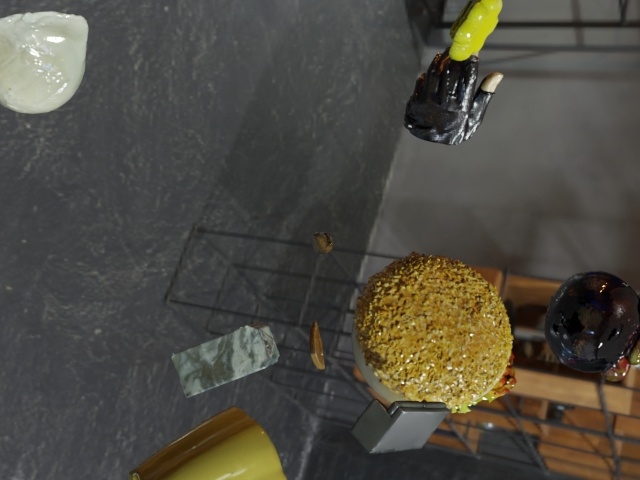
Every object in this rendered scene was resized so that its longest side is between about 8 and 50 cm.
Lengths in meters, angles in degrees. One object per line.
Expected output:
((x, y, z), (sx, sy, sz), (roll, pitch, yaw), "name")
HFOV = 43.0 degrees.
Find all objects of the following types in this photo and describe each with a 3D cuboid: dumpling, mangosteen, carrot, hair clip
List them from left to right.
((-0.460, -0.277, 1.251), (0.179, 0.252, 0.132), (6, 69, -37), "dumpling")
((0.000, 0.000, 1.692), (0.254, 0.049, 0.049), (45, 54, -85), "carrot")
((0.223, -0.320, 1.093), (0.173, 0.046, 0.072), (-62, 154, 4), "hair clip")
((0.564, 0.175, 1.589), (0.211, 0.250, 0.211), (-55, 164, -24), "mangosteen")

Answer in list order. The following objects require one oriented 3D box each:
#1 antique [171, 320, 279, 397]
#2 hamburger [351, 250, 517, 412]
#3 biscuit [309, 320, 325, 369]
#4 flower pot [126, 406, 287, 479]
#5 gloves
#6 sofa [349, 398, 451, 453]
((-0.173, 0.220, 1.528), (0.088, 0.183, 0.086), (69, 15, 5), "antique")
((0.194, 0.157, 1.397), (0.179, 0.294, 0.276), (124, -31, -57), "hamburger")
((-0.012, 0.252, 1.917), (0.130, 0.019, 0.120), (-11, 91, -84), "biscuit")
((-0.161, 0.352, 1.119), (0.179, 0.195, 0.195), (-18, 116, -32), "flower pot")
((0.217, -0.255, 1.339), (0.106, 0.129, 0.181), (-29, 139, -46), "gloves")
((0.114, 0.252, 1.162), (0.147, 0.060, 0.085), (14, 117, -52), "sofa")
